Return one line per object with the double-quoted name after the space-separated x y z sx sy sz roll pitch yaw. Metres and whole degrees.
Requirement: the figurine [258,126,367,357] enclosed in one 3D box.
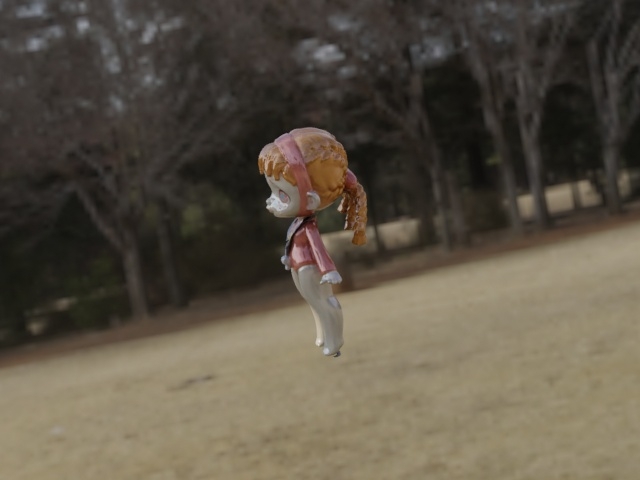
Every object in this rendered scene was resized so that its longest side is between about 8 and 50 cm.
0.000 0.000 0.733 0.047 0.109 0.064 -12 17 -12 "figurine"
